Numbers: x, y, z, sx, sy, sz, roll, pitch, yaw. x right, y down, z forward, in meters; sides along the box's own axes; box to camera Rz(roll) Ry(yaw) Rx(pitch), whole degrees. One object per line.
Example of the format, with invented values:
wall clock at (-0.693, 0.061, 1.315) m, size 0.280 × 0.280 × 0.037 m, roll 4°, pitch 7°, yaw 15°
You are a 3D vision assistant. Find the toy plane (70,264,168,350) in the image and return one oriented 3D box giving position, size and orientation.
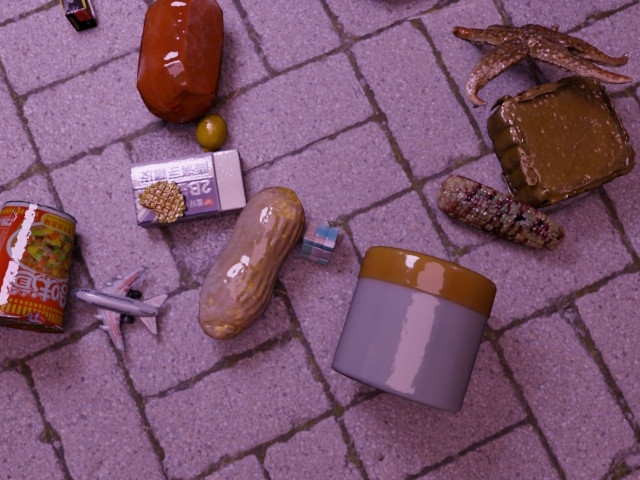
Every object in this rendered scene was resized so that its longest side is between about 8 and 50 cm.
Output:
toy plane at (-0.381, 0.119, 1.121) m, size 0.171 × 0.065 × 0.162 m, roll 14°, pitch 81°, yaw 3°

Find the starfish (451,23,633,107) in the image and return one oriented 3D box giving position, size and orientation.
starfish at (0.393, -0.356, 1.131) m, size 0.327 × 0.094 × 0.375 m, roll -26°, pitch 44°, yaw -18°

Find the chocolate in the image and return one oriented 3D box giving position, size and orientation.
chocolate at (-0.126, 0.041, 1.108) m, size 0.134 × 0.134 × 0.309 m, roll 26°, pitch 80°, yaw 3°

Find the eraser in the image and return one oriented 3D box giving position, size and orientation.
eraser at (-0.253, -0.101, 1.159) m, size 0.210 × 0.068 × 0.124 m, roll -9°, pitch 82°, yaw -4°

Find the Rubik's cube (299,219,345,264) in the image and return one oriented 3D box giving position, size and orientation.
Rubik's cube at (-0.001, -0.002, 1.148) m, size 0.075 × 0.084 × 0.073 m, roll 27°, pitch 54°, yaw -13°

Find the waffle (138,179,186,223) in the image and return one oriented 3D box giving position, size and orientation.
waffle at (-0.292, -0.071, 1.112) m, size 0.078 × 0.016 × 0.085 m, roll -34°, pitch 88°, yaw -5°

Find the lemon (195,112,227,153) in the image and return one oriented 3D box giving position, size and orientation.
lemon at (-0.216, -0.212, 1.180) m, size 0.062 × 0.062 × 0.083 m, roll 19°, pitch 99°, yaw 2°

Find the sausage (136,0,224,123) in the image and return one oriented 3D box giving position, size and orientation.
sausage at (-0.268, -0.362, 1.156) m, size 0.141 × 0.153 × 0.268 m, roll -3°, pitch 78°, yaw 36°

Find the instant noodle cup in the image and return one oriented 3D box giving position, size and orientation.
instant noodle cup at (-0.532, 0.047, 1.080) m, size 0.193 × 0.193 × 0.212 m, roll 8°, pitch 73°, yaw 0°

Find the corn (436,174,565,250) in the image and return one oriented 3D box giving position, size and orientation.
corn at (0.347, -0.050, 1.157) m, size 0.253 × 0.086 × 0.086 m, roll 22°, pitch 81°, yaw 0°

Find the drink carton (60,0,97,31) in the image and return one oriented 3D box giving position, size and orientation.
drink carton at (-0.508, -0.522, 1.219) m, size 0.056 × 0.071 × 0.166 m, roll -19°, pitch 83°, yaw -2°

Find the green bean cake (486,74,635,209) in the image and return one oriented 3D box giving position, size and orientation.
green bean cake at (0.458, -0.192, 1.159) m, size 0.224 × 0.131 × 0.230 m, roll -21°, pitch 83°, yaw -4°

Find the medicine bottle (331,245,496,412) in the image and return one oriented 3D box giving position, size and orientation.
medicine bottle at (0.161, 0.153, 1.043) m, size 0.238 × 0.238 × 0.232 m, roll 19°, pitch 83°, yaw 2°
